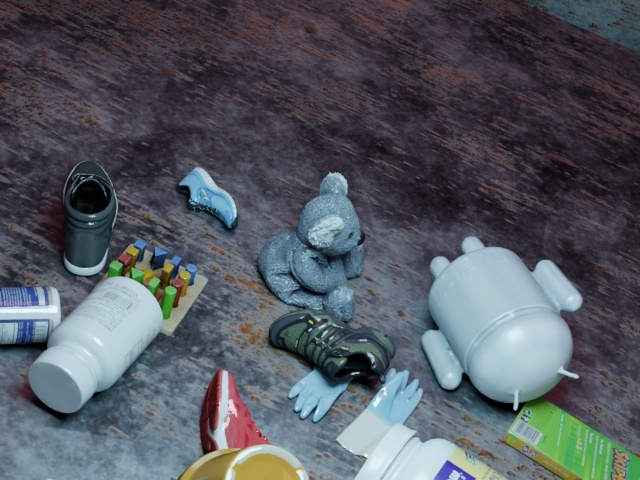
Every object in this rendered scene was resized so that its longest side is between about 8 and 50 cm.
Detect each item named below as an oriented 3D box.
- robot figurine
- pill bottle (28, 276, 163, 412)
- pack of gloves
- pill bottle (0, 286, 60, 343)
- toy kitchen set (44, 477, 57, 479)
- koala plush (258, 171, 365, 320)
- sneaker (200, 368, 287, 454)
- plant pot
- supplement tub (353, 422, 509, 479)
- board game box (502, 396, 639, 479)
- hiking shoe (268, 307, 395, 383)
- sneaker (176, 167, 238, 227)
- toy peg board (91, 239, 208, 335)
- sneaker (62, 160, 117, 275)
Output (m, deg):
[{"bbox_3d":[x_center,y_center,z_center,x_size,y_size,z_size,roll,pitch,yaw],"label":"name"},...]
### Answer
[{"bbox_3d":[0.327,0.153,2.184,0.200,0.300,0.353,47,9,-47],"label":"robot figurine"},{"bbox_3d":[-0.366,0.170,1.937,0.131,0.131,0.229,28,40,9],"label":"pill bottle"},{"bbox_3d":[0.068,0.259,2.086,0.195,0.046,0.232,31,41,11],"label":"pack of gloves"},{"bbox_3d":[-0.517,0.123,1.957,0.169,0.094,0.094,1,43,-23],"label":"pill bottle"},{"bbox_3d":[-0.371,0.396,1.755,0.083,0.068,0.075,14,68,-8],"label":"toy kitchen set"},{"bbox_3d":[0.000,0.000,2.213,0.203,0.221,0.196,17,40,-3],"label":"koala plush"},{"bbox_3d":[-0.121,0.316,1.929,0.128,0.087,0.221,14,51,-21],"label":"sneaker"},{"bbox_3d":[-0.105,0.382,1.717,0.205,0.188,0.205,10,60,-18],"label":"plant pot"},{"bbox_3d":[0.201,0.445,1.775,0.331,0.241,0.241,32,41,13],"label":"supplement tub"},{"bbox_3d":[0.462,0.380,2.119,0.259,0.039,0.124,30,41,15],"label":"board game box"},{"bbox_3d":[0.014,0.188,2.085,0.227,0.086,0.114,10,30,7],"label":"hiking shoe"},{"bbox_3d":[-0.221,-0.071,2.344,0.073,0.063,0.162,-33,56,-24],"label":"sneaker"},{"bbox_3d":[-0.297,0.064,2.128,0.161,0.079,0.160,25,40,5],"label":"toy peg board"},{"bbox_3d":[-0.418,-0.086,2.196,0.105,0.147,0.295,7,40,-13],"label":"sneaker"}]
